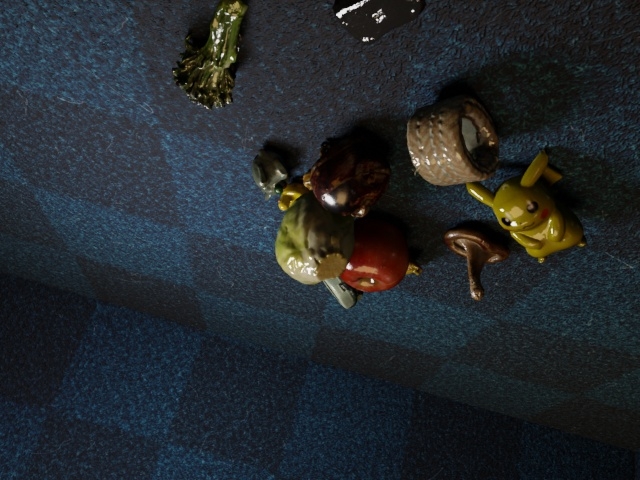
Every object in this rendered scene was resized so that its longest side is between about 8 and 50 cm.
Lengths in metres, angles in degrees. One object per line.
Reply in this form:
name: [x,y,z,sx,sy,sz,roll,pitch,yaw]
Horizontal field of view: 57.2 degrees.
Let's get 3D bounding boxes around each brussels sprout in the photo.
brussels sprout: [-0.006,0.002,1.763,0.242,0.317,0.274,17,141,-25]

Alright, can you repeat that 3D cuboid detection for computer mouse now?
computer mouse: [0.121,-0.473,1.173,0.122,0.074,0.217,37,153,-30]

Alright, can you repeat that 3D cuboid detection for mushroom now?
mushroom: [0.481,0.075,1.836,0.226,0.218,0.148,23,153,-12]

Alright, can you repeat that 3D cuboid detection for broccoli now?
broccoli: [-0.242,-0.449,1.374,0.164,0.146,0.304,20,140,-16]

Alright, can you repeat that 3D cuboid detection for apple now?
apple: [0.170,0.050,1.960,0.260,0.217,0.260,11,153,6]

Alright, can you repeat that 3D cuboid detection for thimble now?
thimble: [0.316,-0.232,1.394,0.148,0.196,0.229,-5,176,40]

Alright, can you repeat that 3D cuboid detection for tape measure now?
tape measure: [0.090,0.170,2.275,0.207,0.115,0.235,47,172,36]

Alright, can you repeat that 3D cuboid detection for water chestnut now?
water chestnut: [0.079,-0.187,1.619,0.223,0.238,0.224,-22,149,-14]

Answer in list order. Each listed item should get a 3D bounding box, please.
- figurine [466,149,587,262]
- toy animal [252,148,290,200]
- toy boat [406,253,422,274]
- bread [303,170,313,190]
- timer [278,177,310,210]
figurine: [0.570,-0.084,1.559,0.326,0.169,0.218,32,133,-32]
toy animal: [-0.149,-0.198,1.825,0.107,0.138,0.236,-23,175,-2]
toy boat: [0.254,0.104,2.148,0.141,0.099,0.317,30,152,-26]
bread: [0.001,-0.183,1.806,0.110,0.044,0.083,-7,146,33]
timer: [-0.076,-0.131,1.871,0.107,0.109,0.107,12,153,7]
